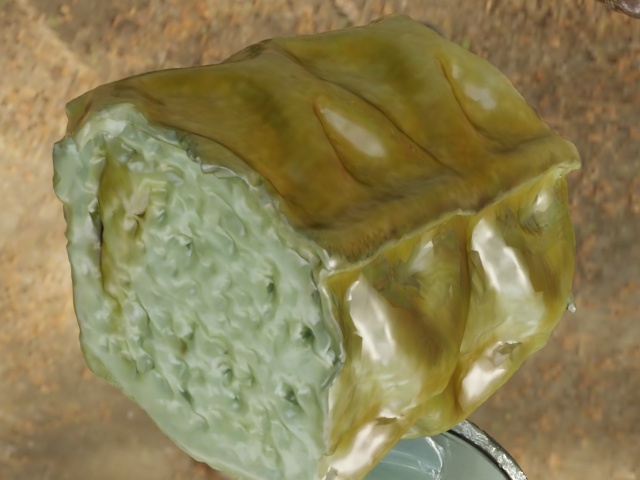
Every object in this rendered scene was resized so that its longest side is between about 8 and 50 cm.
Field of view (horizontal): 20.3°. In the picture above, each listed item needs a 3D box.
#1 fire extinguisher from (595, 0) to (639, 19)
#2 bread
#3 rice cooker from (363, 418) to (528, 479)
[{"bbox_3d":[0.264,-0.299,1.662,0.337,0.106,0.147,31,121,35],"label":"fire extinguisher"},{"bbox_3d":[0.005,0.004,0.933,0.196,0.252,0.238,8,117,34],"label":"bread"},{"bbox_3d":[0.051,0.287,1.571,0.264,0.316,0.316,8,133,11],"label":"rice cooker"}]
